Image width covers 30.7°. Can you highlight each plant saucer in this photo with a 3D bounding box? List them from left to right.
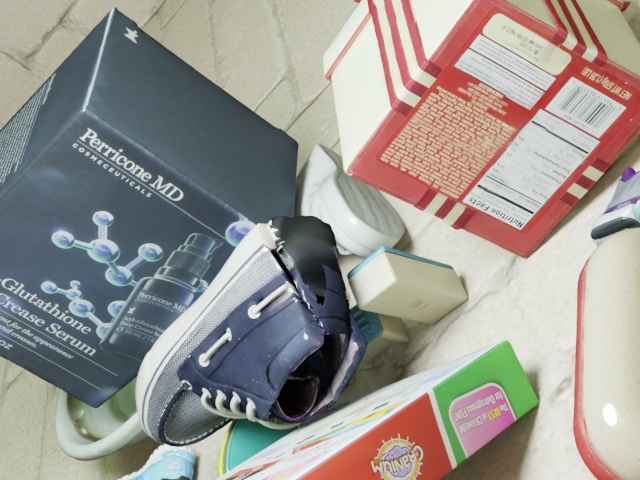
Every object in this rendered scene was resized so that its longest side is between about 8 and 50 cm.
[{"bbox_3d":[-0.208,0.131,1.588,0.400,0.100,0.400,-39,31,29],"label":"plant saucer"}]

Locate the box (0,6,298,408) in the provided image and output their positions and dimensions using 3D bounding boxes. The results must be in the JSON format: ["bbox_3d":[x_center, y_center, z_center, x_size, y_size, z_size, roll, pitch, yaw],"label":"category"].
[{"bbox_3d":[-0.263,-0.025,1.418,0.395,0.293,0.212,-39,30,30],"label":"box"}]

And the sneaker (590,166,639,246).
[{"bbox_3d":[0.315,-0.055,0.941,0.223,0.083,0.098,-21,37,50],"label":"sneaker"}]

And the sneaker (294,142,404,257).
[{"bbox_3d":[0.000,0.000,1.399,0.169,0.108,0.292,-53,17,10],"label":"sneaker"}]

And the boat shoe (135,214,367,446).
[{"bbox_3d":[-0.079,0.141,1.162,0.340,0.127,0.158,-56,40,35],"label":"boat shoe"}]

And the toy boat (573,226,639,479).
[{"bbox_3d":[0.244,0.106,0.838,0.151,0.151,0.231,110,174,-51],"label":"toy boat"}]

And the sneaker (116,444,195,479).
[{"bbox_3d":[-0.215,0.318,1.422,0.162,0.063,0.073,-47,30,17],"label":"sneaker"}]

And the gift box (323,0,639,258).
[{"bbox_3d":[0.177,-0.181,1.138,0.276,0.255,0.258,-48,28,27],"label":"gift box"}]

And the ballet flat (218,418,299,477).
[{"bbox_3d":[-0.060,0.196,1.308,0.077,0.077,0.231,124,168,-53],"label":"ballet flat"}]

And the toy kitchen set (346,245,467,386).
[{"bbox_3d":[0.015,0.041,1.221,0.207,0.122,0.166,-40,56,28],"label":"toy kitchen set"}]

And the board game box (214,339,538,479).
[{"bbox_3d":[0.003,0.198,0.978,0.242,0.064,0.316,-29,-3,43],"label":"board game box"}]
